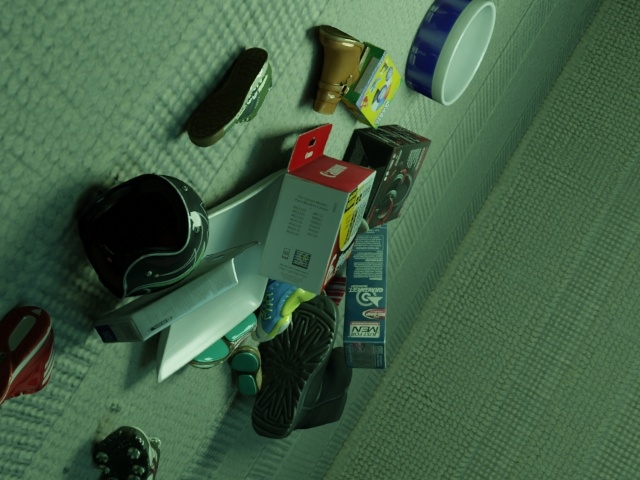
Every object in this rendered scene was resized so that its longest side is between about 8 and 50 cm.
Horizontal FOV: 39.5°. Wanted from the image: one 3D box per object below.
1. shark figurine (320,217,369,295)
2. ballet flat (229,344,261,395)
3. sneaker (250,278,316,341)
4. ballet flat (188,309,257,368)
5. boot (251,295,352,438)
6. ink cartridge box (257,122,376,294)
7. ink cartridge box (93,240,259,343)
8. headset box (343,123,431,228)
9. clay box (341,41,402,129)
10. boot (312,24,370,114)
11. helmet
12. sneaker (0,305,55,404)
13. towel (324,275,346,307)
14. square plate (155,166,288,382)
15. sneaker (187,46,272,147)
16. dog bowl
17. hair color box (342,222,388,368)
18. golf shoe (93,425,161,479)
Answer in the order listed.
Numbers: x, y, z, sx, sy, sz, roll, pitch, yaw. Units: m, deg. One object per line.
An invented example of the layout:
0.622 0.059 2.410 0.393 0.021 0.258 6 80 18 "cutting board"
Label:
-0.019 0.002 1.996 0.116 0.166 0.278 -2 141 -40 "shark figurine"
-0.167 0.278 2.026 0.206 0.073 0.067 97 1 -54 "ballet flat"
-0.100 0.115 1.946 0.126 0.091 0.240 34 108 -31 "sneaker"
-0.210 0.209 1.791 0.079 0.077 0.221 -46 174 37 "ballet flat"
0.002 0.314 2.281 0.367 0.146 0.445 -65 158 4 "boot"
0.009 -0.073 1.738 0.309 0.130 0.271 -46 153 -72 "ink cartridge box"
-0.212 0.082 1.341 0.224 0.045 0.223 -32 -172 -26 "ink cartridge box"
0.146 -0.156 2.131 0.293 0.110 0.218 -20 134 -64 "headset box"
0.112 -0.320 1.895 0.127 0.053 0.222 -61 161 1 "clay box"
0.022 -0.308 1.650 0.152 0.073 0.197 -61 160 11 "boot"
-0.236 -0.009 1.244 0.161 0.169 0.169 -31 148 -27 "helmet"
-0.422 0.203 1.178 0.221 0.087 0.128 -50 157 -28 "sneaker"
-0.017 0.215 2.364 0.274 0.031 0.199 -65 159 6 "towel"
-0.183 0.050 1.649 0.347 0.049 0.344 -36 149 -52 "square plate"
-0.131 -0.204 1.392 0.192 0.064 0.086 -58 157 -21 "sneaker"
0.313 -0.465 2.141 0.265 0.104 0.265 -51 159 -29 "dog bowl"
0.116 0.128 2.227 0.174 0.105 0.347 81 11 -60 "hair color box"
-0.352 0.400 1.665 0.273 0.105 0.120 106 6 -49 "golf shoe"
